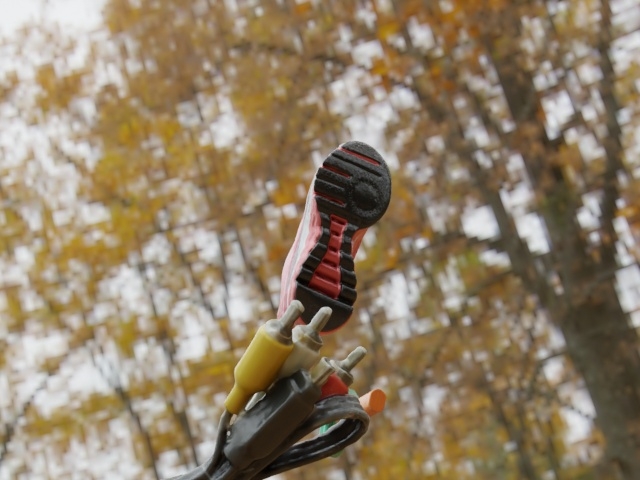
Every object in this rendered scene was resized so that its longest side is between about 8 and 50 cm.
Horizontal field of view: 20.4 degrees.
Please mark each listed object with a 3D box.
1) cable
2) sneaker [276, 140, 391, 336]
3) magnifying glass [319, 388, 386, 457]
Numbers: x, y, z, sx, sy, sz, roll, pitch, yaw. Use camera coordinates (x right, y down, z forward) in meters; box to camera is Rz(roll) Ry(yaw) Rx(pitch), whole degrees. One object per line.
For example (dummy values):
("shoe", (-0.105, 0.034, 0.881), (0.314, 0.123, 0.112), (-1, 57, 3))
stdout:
("cable", (-0.074, 0.177, 1.501), (0.287, 0.072, 0.139), (-42, -49, 11))
("sneaker", (-0.001, 0.000, 2.483), (0.116, 0.313, 0.136), (28, -28, -16))
("magnifying glass", (0.038, 0.220, 2.248), (0.026, 0.092, 0.231), (17, -18, -13))
